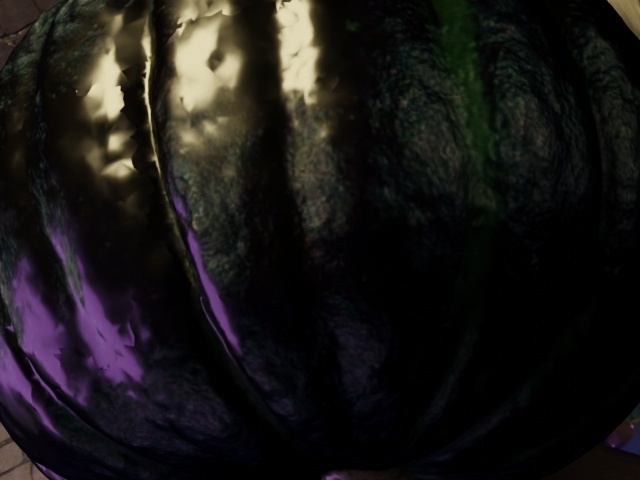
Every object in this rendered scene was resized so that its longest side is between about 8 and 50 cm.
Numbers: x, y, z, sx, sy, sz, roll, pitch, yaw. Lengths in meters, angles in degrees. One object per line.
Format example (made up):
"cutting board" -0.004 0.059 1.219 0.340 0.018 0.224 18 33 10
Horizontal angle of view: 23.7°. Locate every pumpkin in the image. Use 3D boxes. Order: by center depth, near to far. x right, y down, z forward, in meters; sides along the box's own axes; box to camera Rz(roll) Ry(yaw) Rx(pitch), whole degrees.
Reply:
"pumpkin" 0.000 0.000 0.748 0.363 0.363 0.266 57 -159 -67

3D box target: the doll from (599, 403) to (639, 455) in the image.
"doll" 0.247 0.150 1.185 0.135 0.099 0.241 52 -174 -32

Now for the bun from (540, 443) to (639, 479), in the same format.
"bun" 0.150 0.279 0.883 0.362 0.234 0.326 75 -155 -50
